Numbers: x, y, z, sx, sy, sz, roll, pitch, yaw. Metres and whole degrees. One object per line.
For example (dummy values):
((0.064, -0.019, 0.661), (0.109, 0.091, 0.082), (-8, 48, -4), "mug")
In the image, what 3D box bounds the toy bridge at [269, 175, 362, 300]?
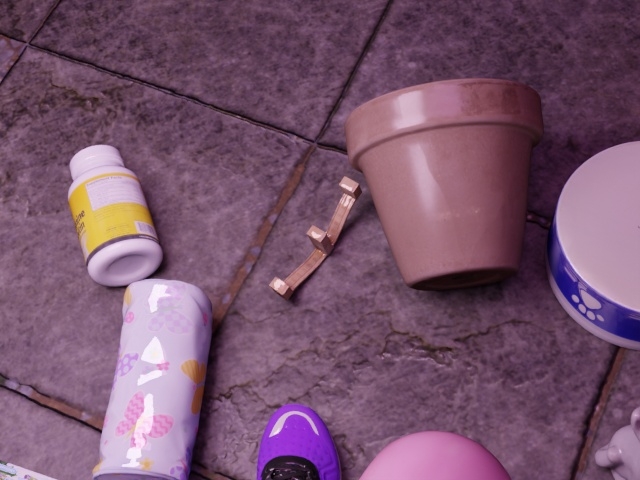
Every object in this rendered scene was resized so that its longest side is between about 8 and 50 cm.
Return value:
((0.000, 0.000, 1.480), (0.026, 0.063, 0.188), (31, 79, 20), "toy bridge")

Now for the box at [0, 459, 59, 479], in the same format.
((-0.305, 0.388, 1.272), (0.293, 0.057, 0.201), (16, 52, 13), "box")

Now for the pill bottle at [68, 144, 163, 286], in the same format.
((-0.286, -0.037, 1.502), (0.103, 0.103, 0.184), (-19, 61, -6), "pill bottle")

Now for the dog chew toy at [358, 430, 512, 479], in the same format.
((0.188, 0.354, 1.187), (0.332, 0.206, 0.206), (32, 68, 20), "dog chew toy")

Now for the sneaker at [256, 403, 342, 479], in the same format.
((-0.031, 0.315, 1.260), (0.102, 0.146, 0.293), (0, 61, 4), "sneaker")

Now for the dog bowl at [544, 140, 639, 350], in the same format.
((0.430, 0.005, 1.425), (0.265, 0.104, 0.264), (-2, 61, 3), "dog bowl")

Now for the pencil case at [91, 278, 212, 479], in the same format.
((-0.209, 0.182, 1.368), (0.124, 0.113, 0.273), (-4, 60, 12), "pencil case")

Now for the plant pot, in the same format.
((0.171, -0.060, 1.419), (0.263, 0.263, 0.229), (-7, 77, 0), "plant pot")

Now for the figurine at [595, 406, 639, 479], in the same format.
((0.434, 0.215, 1.245), (0.215, 0.209, 0.092), (-12, 60, -2), "figurine")
